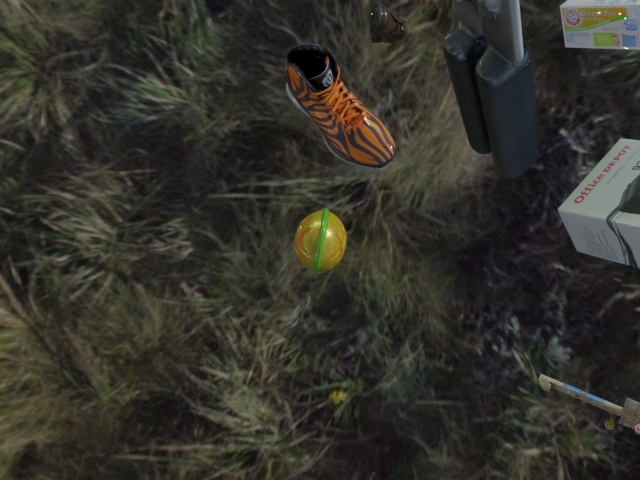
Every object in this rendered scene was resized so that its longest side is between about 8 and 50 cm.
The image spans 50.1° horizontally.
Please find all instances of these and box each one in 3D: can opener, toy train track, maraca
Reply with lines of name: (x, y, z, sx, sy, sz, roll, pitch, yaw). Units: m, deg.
can opener: (0.152, -0.157, 0.543, 0.095, 0.283, 0.076, -40, 59, 0)
toy train track: (0.182, 0.111, 0.446, 0.083, 0.048, 0.014, 21, 66, 28)
maraca: (0.000, 0.000, 1.331, 0.099, 0.186, 0.127, 14, 93, -1)

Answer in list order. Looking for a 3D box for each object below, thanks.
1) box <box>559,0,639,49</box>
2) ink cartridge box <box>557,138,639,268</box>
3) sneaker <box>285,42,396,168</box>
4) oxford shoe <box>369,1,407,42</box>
box: (0.694, -0.532, 1.638, 0.103, 0.203, 0.114, -40, 126, -26)
ink cartridge box: (0.638, -0.062, 1.259, 0.223, 0.307, 0.129, -45, 119, -14)
sneaker: (0.031, -0.288, 1.449, 0.321, 0.180, 0.124, 42, 81, 13)
oxford shoe: (0.173, -0.549, 1.729, 0.096, 0.227, 0.083, 9, 99, 8)
